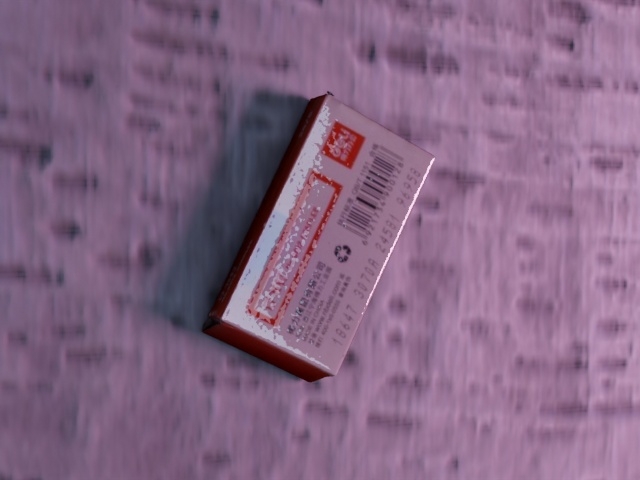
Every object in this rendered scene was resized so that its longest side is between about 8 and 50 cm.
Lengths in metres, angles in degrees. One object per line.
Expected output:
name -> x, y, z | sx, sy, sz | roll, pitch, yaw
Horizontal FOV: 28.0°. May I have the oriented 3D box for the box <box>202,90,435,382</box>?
box -> 0.000, 0.000, 1.115 | 0.123, 0.050, 0.229 | 27, 82, -19
